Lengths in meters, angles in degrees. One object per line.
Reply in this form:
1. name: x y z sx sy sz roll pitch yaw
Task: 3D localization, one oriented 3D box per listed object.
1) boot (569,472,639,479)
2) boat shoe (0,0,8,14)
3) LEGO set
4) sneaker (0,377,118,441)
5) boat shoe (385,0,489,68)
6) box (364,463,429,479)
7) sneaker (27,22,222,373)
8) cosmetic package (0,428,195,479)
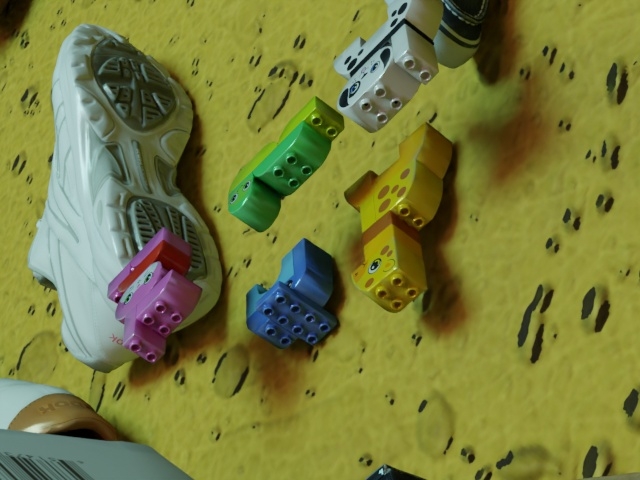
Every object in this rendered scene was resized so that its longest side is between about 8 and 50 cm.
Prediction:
1. boot: 0.147 0.180 0.461 0.236 0.089 0.269 -6 41 7
2. boat shoe: -0.258 -0.199 1.186 0.307 0.111 0.104 -33 50 48
3. LEGO set: 0.000 0.000 0.767 0.227 0.087 0.093 -44 27 25
4. sneaker: -0.189 0.212 0.859 0.123 0.106 0.290 1 70 53
5. boat shoe: 0.069 -0.174 0.804 0.083 0.065 0.183 -34 46 33
6. box: 0.014 0.228 0.654 0.175 0.051 0.220 -44 42 25
7. sneaker: -0.133 -0.026 0.945 0.115 0.090 0.232 -42 42 32
8. cosmetic package: -0.164 0.268 0.663 0.155 0.197 0.365 20 96 60
